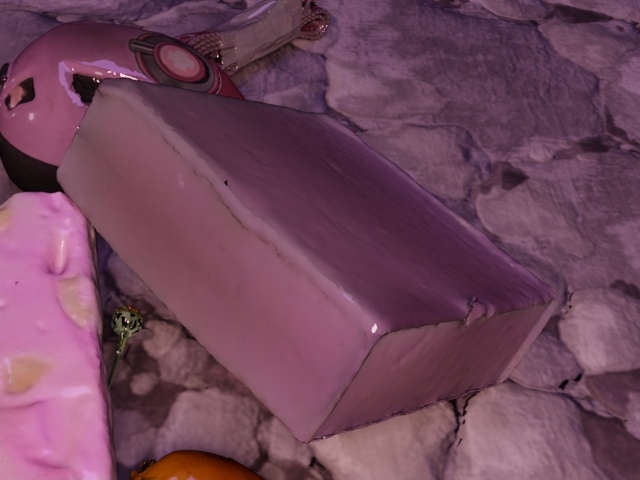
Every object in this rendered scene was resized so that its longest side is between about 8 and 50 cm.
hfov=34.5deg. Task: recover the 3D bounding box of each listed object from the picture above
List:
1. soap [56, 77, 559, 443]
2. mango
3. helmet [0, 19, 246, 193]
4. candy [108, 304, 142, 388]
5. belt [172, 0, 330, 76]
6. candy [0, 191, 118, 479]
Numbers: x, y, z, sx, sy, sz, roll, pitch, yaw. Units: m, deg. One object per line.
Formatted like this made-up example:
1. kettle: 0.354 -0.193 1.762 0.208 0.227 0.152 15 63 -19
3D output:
1. soap: 0.000 0.000 0.772 0.285 0.107 0.296 43 22 27
2. mango: -0.072 0.186 0.697 0.127 0.063 0.077 20 40 3
3. helmet: -0.168 -0.119 0.936 0.253 0.154 0.198 1 43 -2
4. candy: -0.161 0.087 0.815 0.023 0.025 0.083 -19 42 34
5. belt: -0.079 -0.221 1.107 0.053 0.071 0.232 18 38 37
6. candy: -0.197 0.106 0.689 0.115 0.155 0.265 -3 44 -15
